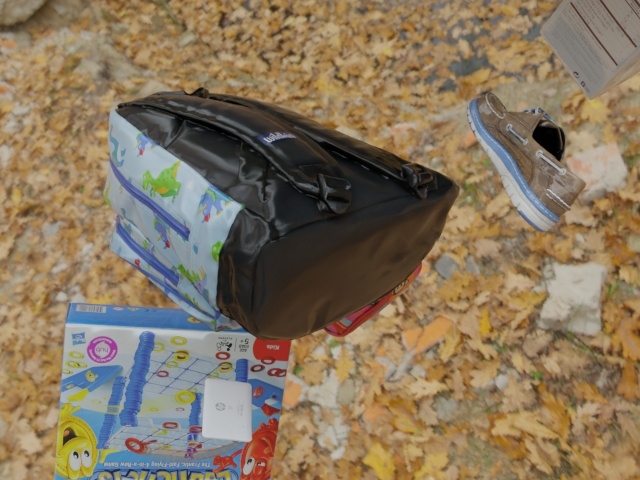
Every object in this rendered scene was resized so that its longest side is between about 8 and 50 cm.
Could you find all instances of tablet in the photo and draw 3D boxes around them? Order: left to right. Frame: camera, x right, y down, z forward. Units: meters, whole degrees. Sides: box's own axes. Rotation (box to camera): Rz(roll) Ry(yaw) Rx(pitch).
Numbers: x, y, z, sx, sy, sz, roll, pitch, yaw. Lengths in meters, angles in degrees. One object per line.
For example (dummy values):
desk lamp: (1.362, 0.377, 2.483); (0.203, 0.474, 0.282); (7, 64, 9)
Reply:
tablet: (-0.103, 0.188, 0.805); (0.054, 0.006, 0.083); (9, 34, -12)

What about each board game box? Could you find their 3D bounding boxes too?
board game box: (-0.214, 0.252, 1.036); (0.086, 0.308, 0.301); (-133, 50, -70)

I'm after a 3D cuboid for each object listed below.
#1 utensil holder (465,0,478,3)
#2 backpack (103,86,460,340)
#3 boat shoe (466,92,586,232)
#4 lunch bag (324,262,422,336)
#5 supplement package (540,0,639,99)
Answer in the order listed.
utensil holder: (0.177, -0.435, 0.563); (0.385, 0.328, 0.327); (-37, 48, 25)
backpack: (-0.087, -0.044, 0.779); (0.355, 0.290, 0.273); (41, 129, 27)
boat shoe: (0.198, -0.089, 0.688); (0.066, 0.066, 0.183); (-41, 42, 25)
lunch bag: (0.000, 0.000, 1.144); (0.120, 0.258, 0.293); (-34, 80, -35)
supplement package: (0.335, -0.250, 0.764); (0.105, 0.179, 0.105); (-29, 79, -16)
